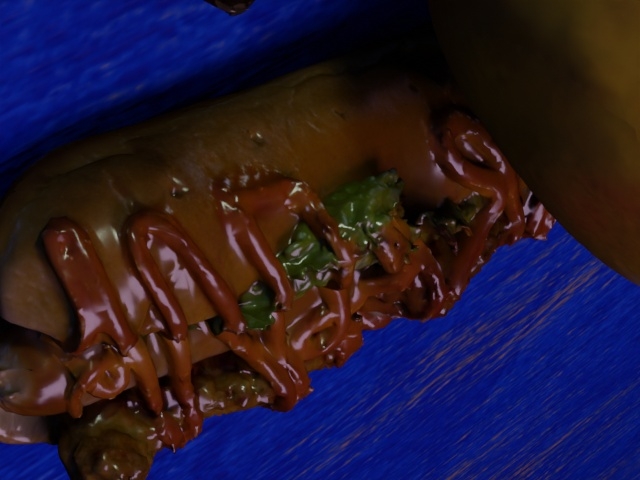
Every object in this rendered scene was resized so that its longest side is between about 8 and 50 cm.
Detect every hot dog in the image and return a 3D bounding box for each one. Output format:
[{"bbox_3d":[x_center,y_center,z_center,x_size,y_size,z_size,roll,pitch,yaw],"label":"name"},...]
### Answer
[{"bbox_3d":[0.000,0.000,0.746,0.349,0.117,0.158,-23,150,-42],"label":"hot dog"}]

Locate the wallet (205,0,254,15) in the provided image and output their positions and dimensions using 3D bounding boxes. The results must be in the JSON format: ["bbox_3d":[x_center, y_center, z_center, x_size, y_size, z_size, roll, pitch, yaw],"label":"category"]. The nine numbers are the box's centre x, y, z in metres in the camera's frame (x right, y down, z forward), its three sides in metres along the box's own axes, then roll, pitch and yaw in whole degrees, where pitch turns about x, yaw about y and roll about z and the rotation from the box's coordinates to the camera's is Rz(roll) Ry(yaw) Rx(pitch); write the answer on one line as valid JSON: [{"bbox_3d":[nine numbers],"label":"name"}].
[{"bbox_3d":[-0.043,-0.144,0.521,0.122,0.031,0.232,-52,160,8],"label":"wallet"}]

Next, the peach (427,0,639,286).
[{"bbox_3d":[0.197,-0.117,0.682,0.289,0.289,0.308,-55,-177,26],"label":"peach"}]
